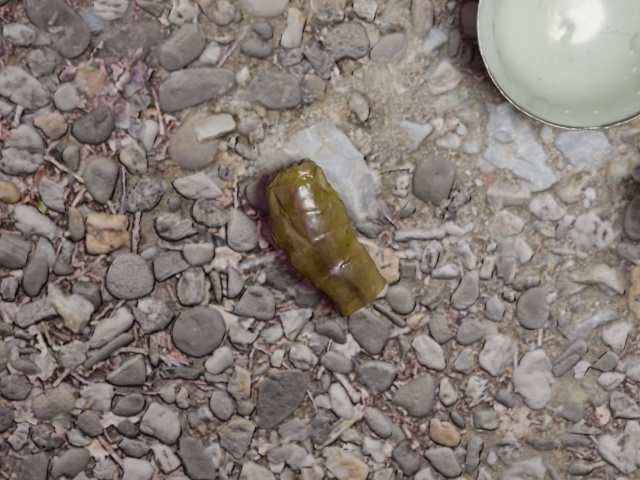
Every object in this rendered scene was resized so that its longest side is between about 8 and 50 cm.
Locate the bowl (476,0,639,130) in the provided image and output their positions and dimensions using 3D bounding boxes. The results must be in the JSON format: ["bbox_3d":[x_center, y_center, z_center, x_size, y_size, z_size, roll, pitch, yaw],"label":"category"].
[{"bbox_3d":[0.371,-0.320,1.556,0.313,0.146,0.313,0,103,0],"label":"bowl"}]

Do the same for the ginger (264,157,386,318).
[{"bbox_3d":[0.000,0.000,1.662,0.109,0.116,0.263,-14,115,46],"label":"ginger"}]
